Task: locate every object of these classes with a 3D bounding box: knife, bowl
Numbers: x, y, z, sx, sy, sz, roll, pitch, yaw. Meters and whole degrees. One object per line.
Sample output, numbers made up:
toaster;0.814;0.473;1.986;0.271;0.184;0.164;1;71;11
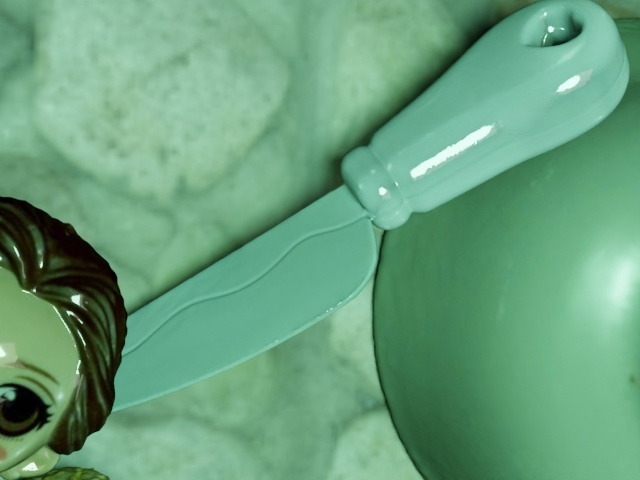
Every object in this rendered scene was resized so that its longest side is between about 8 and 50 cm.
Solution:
knife;0.001;0.001;0.776;0.331;0.080;0.044;-36;134;-7
bowl;0.184;0.040;0.848;0.289;0.146;0.289;-5;103;-23

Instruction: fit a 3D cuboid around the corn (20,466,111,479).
corn;-0.089;0.229;0.791;0.097;0.097;0.261;-15;101;-21

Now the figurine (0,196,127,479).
figurine;-0.192;0.120;0.678;0.187;0.168;0.315;34;84;15
